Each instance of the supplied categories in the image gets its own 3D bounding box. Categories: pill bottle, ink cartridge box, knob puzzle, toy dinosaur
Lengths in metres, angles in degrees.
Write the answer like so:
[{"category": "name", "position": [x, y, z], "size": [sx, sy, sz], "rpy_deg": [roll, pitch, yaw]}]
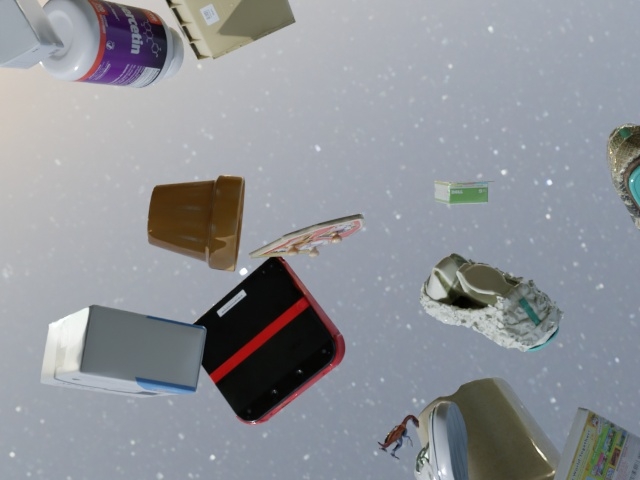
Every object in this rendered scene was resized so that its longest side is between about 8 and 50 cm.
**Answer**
[{"category": "pill bottle", "position": [-0.455, -0.434, 1.890], "size": [0.181, 0.182, 0.323], "rpy_deg": [-16, 176, 33]}, {"category": "ink cartridge box", "position": [-0.386, 0.222, 1.639], "size": [0.307, 0.223, 0.129], "rpy_deg": [-21, -121, 58]}, {"category": "knob puzzle", "position": [0.000, 0.000, 1.504], "size": [0.213, 0.030, 0.213], "rpy_deg": [-17, 169, -3]}, {"category": "toy dinosaur", "position": [0.138, 0.328, 1.445], "size": [0.047, 0.090, 0.082], "rpy_deg": [25, -108, 19]}, {"category": "ink cartridge box", "position": [0.387, -0.131, 2.308], "size": [0.109, 0.062, 0.209], "rpy_deg": [-2, -174, -8]}]

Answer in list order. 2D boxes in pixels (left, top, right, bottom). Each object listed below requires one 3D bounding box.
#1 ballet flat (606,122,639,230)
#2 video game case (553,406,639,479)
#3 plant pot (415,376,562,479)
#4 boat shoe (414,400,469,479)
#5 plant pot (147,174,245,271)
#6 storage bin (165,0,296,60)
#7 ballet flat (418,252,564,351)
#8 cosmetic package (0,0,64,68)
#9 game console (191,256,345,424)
[{"category": "ballet flat", "position": [0.646, -0.026, 1.520], "size": [0.164, 0.483, 0.182], "rpy_deg": [-32, -152, 18]}, {"category": "video game case", "position": [0.497, 0.439, 1.538], "size": [0.026, 0.206, 0.227], "rpy_deg": [6, -110, 57]}, {"category": "plant pot", "position": [0.351, 0.464, 1.744], "size": [0.333, 0.334, 0.305], "rpy_deg": [-31, -123, 8]}, {"category": "boat shoe", "position": [0.170, 0.333, 1.228], "size": [0.075, 0.226, 0.083], "rpy_deg": [-1, -159, 27]}, {"category": "plant pot", "position": [-0.264, -0.044, 1.812], "size": [0.188, 0.205, 0.205], "rpy_deg": [6, -149, -3]}, {"category": "storage bin", "position": [-0.218, -0.572, 1.943], "size": [0.260, 0.262, 0.123], "rpy_deg": [-24, -121, 1]}, {"category": "ballet flat", "position": [0.279, 0.084, 1.537], "size": [0.147, 0.147, 0.409], "rpy_deg": [-41, -161, -13]}, {"category": "cosmetic package", "position": [-0.505, -0.383, 1.317], "size": [0.085, 0.231, 0.117], "rpy_deg": [-27, -173, 7]}, {"category": "game console", "position": [-0.154, 0.281, 2.333], "size": [0.386, 0.342, 0.060], "rpy_deg": [-40, 166, 17]}]
